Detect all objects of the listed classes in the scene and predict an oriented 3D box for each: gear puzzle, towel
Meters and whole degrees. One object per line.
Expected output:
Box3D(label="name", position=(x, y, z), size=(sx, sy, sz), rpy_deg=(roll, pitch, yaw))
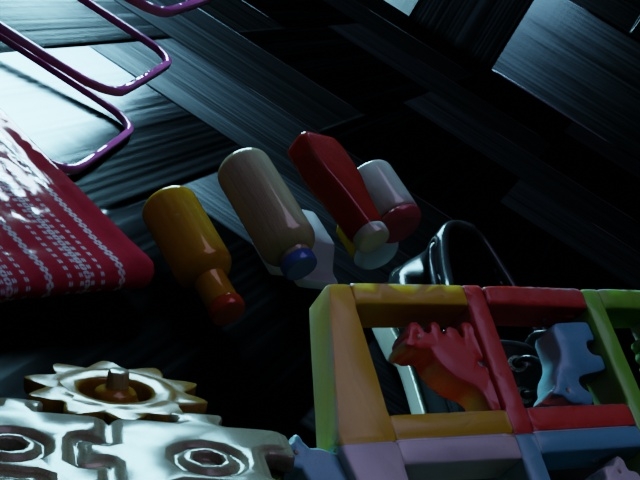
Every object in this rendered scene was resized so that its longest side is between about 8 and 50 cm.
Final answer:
Box3D(label="gear puzzle", position=(-0.085, 0.112, 0.436), size=(0.176, 0.044, 0.339), rpy_deg=(7, 13, -14))
Box3D(label="towel", position=(-0.240, -0.026, 0.652), size=(0.199, 0.031, 0.275), rpy_deg=(42, 24, 24))

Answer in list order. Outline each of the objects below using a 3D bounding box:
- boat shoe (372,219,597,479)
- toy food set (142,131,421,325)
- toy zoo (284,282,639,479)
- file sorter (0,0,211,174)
Box3D(label="boat shoe", position=(0.136, 0.096, 0.776), size=(0.127, 0.113, 0.340), rpy_deg=(23, 20, -24))
Box3D(label="toy food set", position=(0.000, 0.000, 0.832), size=(0.232, 0.111, 0.104), rpy_deg=(10, 40, -48))
Box3D(label="toy zoo", position=(0.109, 0.112, 0.644), size=(0.293, 0.030, 0.192), rpy_deg=(3, 55, -28))
Box3D(label="file sorter", position=(-0.168, -0.223, 0.860), size=(0.182, 0.290, 0.202), rpy_deg=(32, 19, -4))
